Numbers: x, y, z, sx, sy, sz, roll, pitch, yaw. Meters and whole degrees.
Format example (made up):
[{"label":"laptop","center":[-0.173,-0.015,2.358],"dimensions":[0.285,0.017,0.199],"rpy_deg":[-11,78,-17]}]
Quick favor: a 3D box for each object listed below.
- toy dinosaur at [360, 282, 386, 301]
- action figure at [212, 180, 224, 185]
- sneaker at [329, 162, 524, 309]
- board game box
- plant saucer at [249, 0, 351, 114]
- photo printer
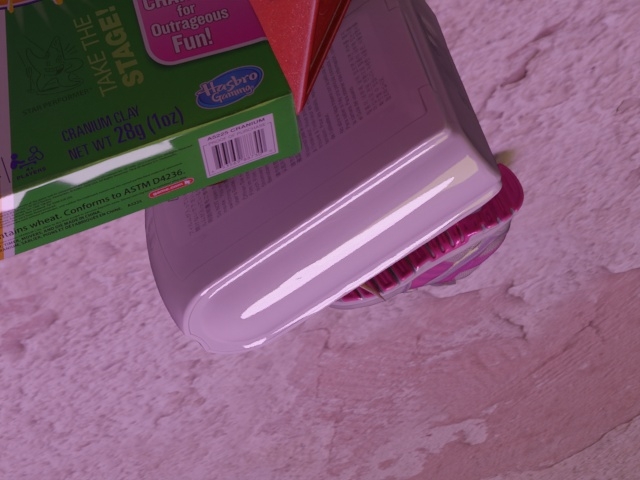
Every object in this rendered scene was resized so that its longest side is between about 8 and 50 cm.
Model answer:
[{"label":"toy dinosaur","center":[0.000,0.000,1.532],"dimensions":[0.053,0.093,0.183],"rpy_deg":[-22,142,20]},{"label":"action figure","center":[-0.137,-0.163,1.132],"dimensions":[0.139,0.091,0.280],"rpy_deg":[-8,133,-16]},{"label":"sneaker","center":[0.110,0.014,1.643],"dimensions":[0.252,0.103,0.111],"rpy_deg":[-23,151,0]},{"label":"board game box","center":[-0.180,-0.150,0.906],"dimensions":[0.242,0.316,0.064],"rpy_deg":[-21,151,-8]},{"label":"plant saucer","center":[0.008,-0.225,1.018],"dimensions":[0.047,0.259,0.258],"rpy_deg":[20,147,6]},{"label":"photo printer","center":[-0.017,-0.059,1.264],"dimensions":[0.307,0.256,0.107],"rpy_deg":[-34,130,16]}]
